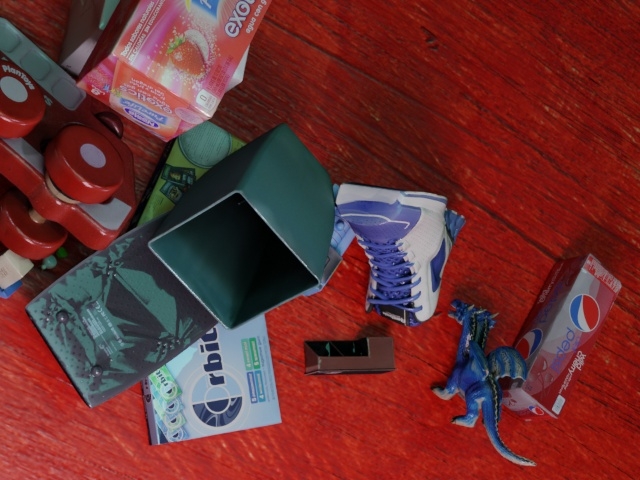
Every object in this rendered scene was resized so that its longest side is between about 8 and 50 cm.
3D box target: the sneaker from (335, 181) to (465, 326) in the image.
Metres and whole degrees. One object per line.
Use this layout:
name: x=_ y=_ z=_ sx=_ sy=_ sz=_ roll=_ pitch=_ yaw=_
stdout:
sneaker: x=0.119 y=0.027 z=1.881 sx=0.315 sy=0.127 sz=0.182 roll=23 pitch=77 yaw=-66

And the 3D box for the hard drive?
hard drive: x=-0.246 y=0.085 z=1.723 sx=0.255 sy=0.054 sz=0.172 roll=-36 pitch=99 yaw=-28

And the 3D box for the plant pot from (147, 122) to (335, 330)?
plant pot: x=-0.084 y=-0.039 z=1.744 sx=0.166 sy=0.165 sz=0.234 roll=48 pitch=34 yaw=-21

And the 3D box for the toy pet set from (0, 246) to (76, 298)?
toy pet set: x=-0.391 y=0.032 z=1.716 sx=0.122 sy=0.065 sz=0.114 roll=54 pitch=27 yaw=-12

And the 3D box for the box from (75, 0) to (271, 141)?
box: x=-0.156 y=-0.291 z=1.615 sx=0.142 sy=0.154 sz=0.300 roll=32 pitch=70 yaw=-19

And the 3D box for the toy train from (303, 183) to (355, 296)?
toy train: x=0.000 y=0.000 z=1.889 sx=0.080 sy=0.105 sz=0.184 roll=42 pitch=64 yaw=-15

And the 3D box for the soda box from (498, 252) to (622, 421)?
soda box: x=0.369 y=0.151 z=2.061 sx=0.083 sy=0.092 sz=0.263 roll=39 pitch=65 yaw=-15

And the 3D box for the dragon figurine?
dragon figurine: x=0.243 y=0.197 z=1.925 sx=0.085 sy=0.289 sz=0.144 roll=13 pitch=112 yaw=-23

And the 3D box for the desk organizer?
desk organizer: x=0.042 y=0.167 z=1.913 sx=0.130 sy=0.047 sz=0.050 roll=2 pitch=77 yaw=-28

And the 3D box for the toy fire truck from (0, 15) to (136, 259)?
toy fire truck: x=-0.354 y=-0.137 z=1.695 sx=0.302 sy=0.169 sz=0.254 roll=40 pitch=35 yaw=-13

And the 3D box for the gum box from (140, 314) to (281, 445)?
gum box: x=-0.154 y=0.188 z=1.807 sx=0.184 sy=0.041 sz=0.157 roll=-6 pitch=83 yaw=-27

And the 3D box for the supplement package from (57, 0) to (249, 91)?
supplement package: x=-0.219 y=-0.288 z=1.778 sx=0.203 sy=0.194 sz=0.149 roll=18 pitch=73 yaw=-25

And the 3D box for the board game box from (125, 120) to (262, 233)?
board game box: x=-0.167 y=-0.038 z=1.844 sx=0.165 sy=0.042 sz=0.243 roll=30 pitch=68 yaw=-19
